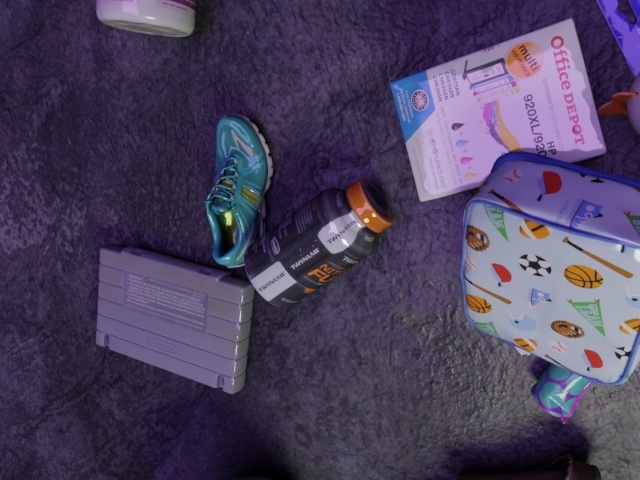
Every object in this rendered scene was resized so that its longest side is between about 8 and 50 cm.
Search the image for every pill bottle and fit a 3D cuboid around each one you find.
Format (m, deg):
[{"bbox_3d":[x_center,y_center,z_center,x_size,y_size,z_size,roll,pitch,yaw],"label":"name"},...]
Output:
[{"bbox_3d":[-0.291,-0.519,0.956,0.169,0.169,0.302,12,102,22],"label":"pill bottle"},{"bbox_3d":[0.000,0.000,0.926,0.245,0.130,0.130,-35,83,25],"label":"pill bottle"}]

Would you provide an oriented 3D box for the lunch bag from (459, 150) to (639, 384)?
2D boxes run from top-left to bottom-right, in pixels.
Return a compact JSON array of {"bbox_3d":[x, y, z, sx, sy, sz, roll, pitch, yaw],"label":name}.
[{"bbox_3d":[0.299,0.046,0.680,0.243,0.115,0.303,20,149,30],"label":"lunch bag"}]

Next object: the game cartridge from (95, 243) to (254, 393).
[{"bbox_3d":[-0.300,0.146,1.128,0.355,0.068,0.230,13,100,22],"label":"game cartridge"}]

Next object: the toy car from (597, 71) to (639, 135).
[{"bbox_3d":[0.467,-0.164,0.668,0.238,0.210,0.219,7,90,41],"label":"toy car"}]

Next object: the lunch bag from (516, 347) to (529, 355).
[{"bbox_3d":[0.314,0.124,0.847,0.071,0.053,0.083,-37,73,23],"label":"lunch bag"}]

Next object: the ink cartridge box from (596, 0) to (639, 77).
[{"bbox_3d":[0.466,-0.343,0.707,0.208,0.045,0.206,-27,87,27],"label":"ink cartridge box"}]

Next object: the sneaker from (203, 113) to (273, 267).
[{"bbox_3d":[-0.151,-0.087,0.993,0.107,0.110,0.275,2,98,24],"label":"sneaker"}]

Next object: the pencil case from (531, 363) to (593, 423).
[{"bbox_3d":[0.381,0.190,0.819,0.070,0.064,0.152,49,117,38],"label":"pencil case"}]

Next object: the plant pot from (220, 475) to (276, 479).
[{"bbox_3d":[-0.124,0.559,1.035,0.290,0.195,0.290,4,100,24],"label":"plant pot"}]

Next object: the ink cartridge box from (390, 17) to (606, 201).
[{"bbox_3d":[0.245,-0.166,0.766,0.232,0.168,0.171,-14,92,25],"label":"ink cartridge box"}]

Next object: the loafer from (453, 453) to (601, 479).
[{"bbox_3d":[0.259,0.429,0.873,0.366,0.134,0.130,-42,80,24],"label":"loafer"}]
